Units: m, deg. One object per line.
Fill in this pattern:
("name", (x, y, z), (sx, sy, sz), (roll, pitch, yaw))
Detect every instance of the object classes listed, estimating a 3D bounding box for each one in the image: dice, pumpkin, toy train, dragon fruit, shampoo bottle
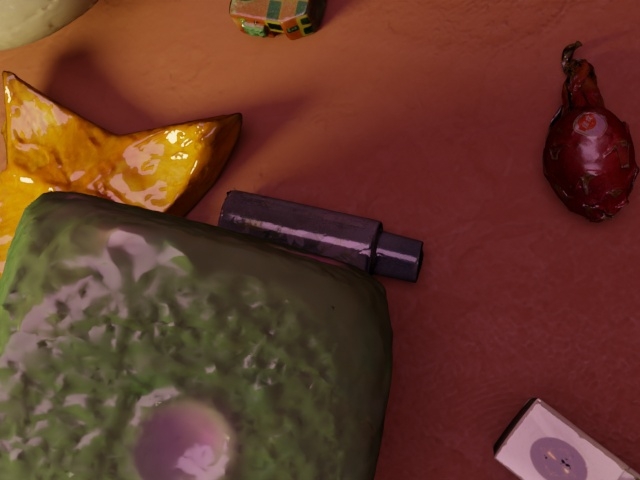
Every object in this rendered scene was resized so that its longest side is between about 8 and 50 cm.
("dice", (-0.136, 0.141, 0.890), (0.318, 0.330, 0.322), (15, 92, -13))
("pumpkin", (-0.253, -0.044, 1.092), (0.290, 0.095, 0.258), (15, 82, 9))
("toy train", (-0.038, -0.309, 1.096), (0.099, 0.072, 0.188), (11, 85, 12))
("dragon fruit", (0.260, -0.113, 1.009), (0.094, 0.094, 0.190), (-10, 76, 9))
("shampoo bottle", (0.000, 0.000, 1.052), (0.214, 0.072, 0.072), (13, 85, 12))

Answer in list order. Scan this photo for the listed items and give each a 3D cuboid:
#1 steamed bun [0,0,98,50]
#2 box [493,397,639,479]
("steamed bun", (-0.356, -0.374, 1.077), (0.375, 0.241, 0.374), (-1, 81, 6))
("box", (0.277, 0.247, 0.918), (0.256, 0.164, 0.069), (37, 89, 13))
